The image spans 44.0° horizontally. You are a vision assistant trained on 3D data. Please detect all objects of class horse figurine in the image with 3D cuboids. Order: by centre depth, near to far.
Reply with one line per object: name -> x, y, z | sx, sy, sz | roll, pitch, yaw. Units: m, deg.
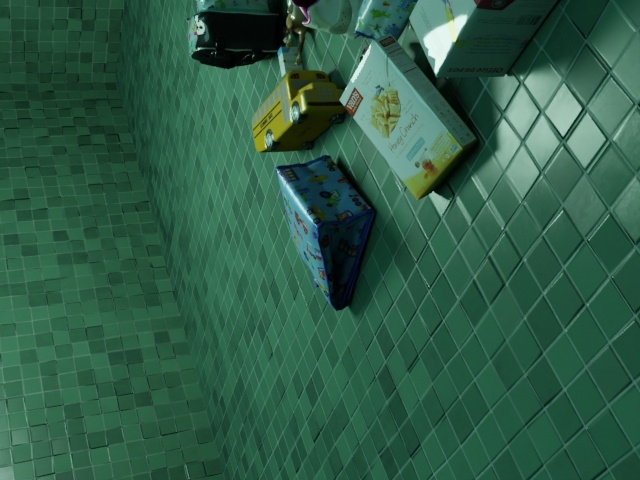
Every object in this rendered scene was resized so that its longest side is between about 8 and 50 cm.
horse figurine -> -0.051, -0.525, 1.772 | 0.263, 0.066, 0.175 | 97, 177, -49

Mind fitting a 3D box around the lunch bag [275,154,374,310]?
lunch bag -> 0.000, 0.000, 1.751 | 0.221, 0.138, 0.293 | -124, 27, -43

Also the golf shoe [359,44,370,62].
golf shoe -> 0.137, -0.274, 1.448 | 0.067, 0.086, 0.186 | -6, 108, 38

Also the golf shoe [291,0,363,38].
golf shoe -> -0.003, -0.540, 1.605 | 0.115, 0.140, 0.306 | 115, 143, -51

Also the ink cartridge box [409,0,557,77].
ink cartridge box -> 0.231, -0.337, 1.135 | 0.176, 0.128, 0.127 | 120, 138, -52

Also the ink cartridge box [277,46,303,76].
ink cartridge box -> -0.070, -0.417, 1.886 | 0.028, 0.048, 0.083 | 150, 112, -64

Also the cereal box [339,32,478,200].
cereal box -> 0.143, -0.208, 1.357 | 0.240, 0.047, 0.173 | 52, 148, 11

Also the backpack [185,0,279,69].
backpack -> -0.228, -0.527, 2.007 | 0.253, 0.225, 0.191 | 178, 90, -76

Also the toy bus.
toy bus -> -0.054, -0.290, 1.810 | 0.332, 0.108, 0.130 | 150, 114, -64

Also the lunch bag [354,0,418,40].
lunch bag -> 0.131, -0.436, 1.385 | 0.129, 0.096, 0.151 | 126, 162, -56
